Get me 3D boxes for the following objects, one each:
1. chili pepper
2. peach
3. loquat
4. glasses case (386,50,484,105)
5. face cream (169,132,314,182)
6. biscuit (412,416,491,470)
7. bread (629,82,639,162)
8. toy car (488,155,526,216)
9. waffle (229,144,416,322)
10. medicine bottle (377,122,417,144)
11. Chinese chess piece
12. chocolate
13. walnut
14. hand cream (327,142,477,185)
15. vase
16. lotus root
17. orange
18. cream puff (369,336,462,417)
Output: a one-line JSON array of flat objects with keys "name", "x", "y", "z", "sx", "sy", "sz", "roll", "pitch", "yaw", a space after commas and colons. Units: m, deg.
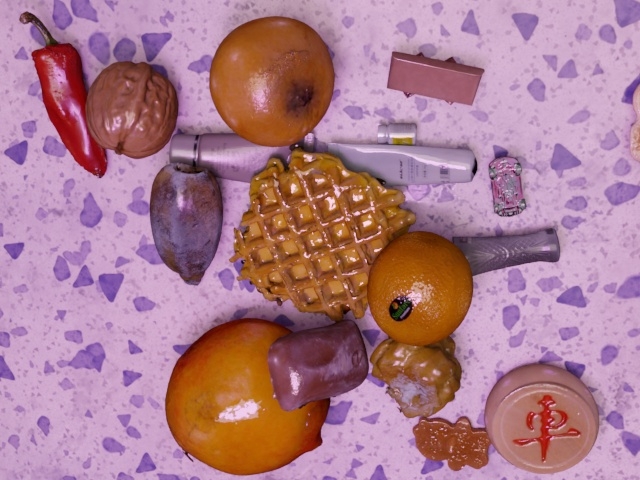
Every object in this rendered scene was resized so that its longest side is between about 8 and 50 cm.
[{"name": "chili pepper", "x": -0.564, "y": -0.320, "z": 1.733, "sx": 0.110, "sy": 0.110, "sz": 0.387, "roll": -11, "pitch": 107, "yaw": 11}, {"name": "peach", "x": -0.156, "y": 0.351, "z": 1.725, "sx": 0.373, "sy": 0.290, "sz": 0.372, "roll": -3, "pitch": 69, "yaw": 7}, {"name": "loquat", "x": -0.097, "y": -0.324, "z": 1.580, "sx": 0.263, "sy": 0.263, "sz": 0.263, "roll": 2, "pitch": 103, "yaw": 8}, {"name": "glasses case", "x": 0.238, "y": -0.339, "z": 1.633, "sx": 0.193, "sy": 0.070, "sz": 0.102, "roll": 12, "pitch": 132, "yaw": 4}, {"name": "face cream", "x": -0.174, "y": -0.182, "z": 1.716, "sx": 0.314, "sy": 0.089, "sz": 0.143, "roll": 6, "pitch": 110, "yaw": 1}, {"name": "biscuit", "x": 0.310, "y": 0.478, "z": 1.824, "sx": 0.184, "sy": 0.027, "sz": 0.133, "roll": -2, "pitch": 103, "yaw": 11}, {"name": "bread", "x": 0.780, "y": -0.230, "z": 1.575, "sx": 0.316, "sy": 0.054, "sz": 0.316, "roll": 2, "pitch": 102, "yaw": 8}, {"name": "toy car", "x": 0.398, "y": -0.117, "z": 1.659, "sx": 0.069, "sy": 0.055, "sz": 0.142, "roll": -9, "pitch": 115, "yaw": 11}, {"name": "waffle", "x": 0.000, "y": 0.000, "z": 1.711, "sx": 0.382, "sy": 0.095, "sz": 0.379, "roll": 20, "pitch": 112, "yaw": 0}, {"name": "medicine bottle", "x": 0.166, "y": -0.228, "z": 1.670, "sx": 0.083, "sy": 0.047, "sz": 0.047, "roll": 1, "pitch": 103, "yaw": 8}, {"name": "Chinese chess piece", "x": 0.495, "y": 0.401, "z": 1.743, "sx": 0.251, "sy": 0.097, "sz": 0.251, "roll": 2, "pitch": 104, "yaw": 9}, {"name": "chocolate", "x": 0.013, "y": 0.255, "z": 1.625, "sx": 0.083, "sy": 0.261, "sz": 0.161, "roll": -20, "pitch": 85, "yaw": 47}, {"name": "walnut", "x": -0.403, "y": -0.283, "z": 1.669, "sx": 0.213, "sy": 0.213, "sz": 0.213, "roll": 2, "pitch": 103, "yaw": 8}, {"name": "hand cream", "x": 0.176, "y": -0.160, "z": 1.677, "sx": 0.321, "sy": 0.067, "sz": 0.109, "roll": 0, "pitch": 124, "yaw": 10}, {"name": "vase", "x": 0.400, "y": 0.024, "z": 1.674, "sx": 0.219, "sy": 0.096, "sz": 0.096, "roll": -8, "pitch": 102, "yaw": 7}, {"name": "lotus root", "x": -0.295, "y": -0.017, "z": 1.710, "sx": 0.158, "sy": 0.140, "sz": 0.322, "roll": 5, "pitch": 121, "yaw": 2}, {"name": "orange", "x": 0.204, "y": 0.098, "z": 1.591, "sx": 0.236, "sy": 0.236, "sz": 0.236, "roll": 2, "pitch": 103, "yaw": 8}, {"name": "cream puff", "x": 0.229, "y": 0.272, "z": 1.713, "sx": 0.195, "sy": 0.194, "sz": 0.221, "roll": -25, "pitch": 118, "yaw": 13}]
